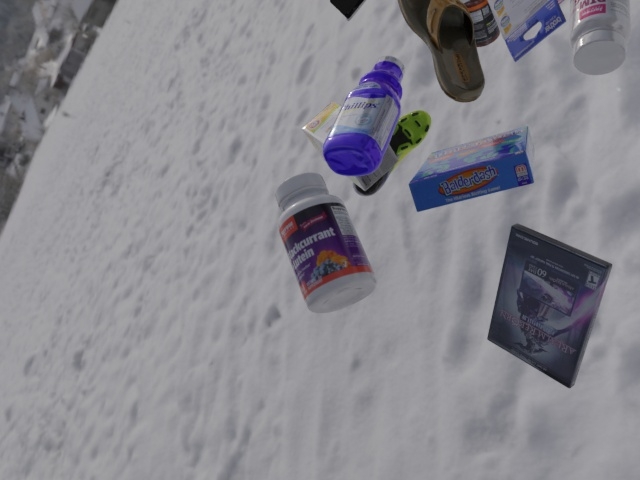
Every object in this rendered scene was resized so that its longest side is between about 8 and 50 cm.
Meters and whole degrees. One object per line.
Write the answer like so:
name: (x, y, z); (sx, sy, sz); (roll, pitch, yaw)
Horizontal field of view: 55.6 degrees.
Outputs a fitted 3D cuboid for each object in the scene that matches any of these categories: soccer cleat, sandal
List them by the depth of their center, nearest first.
sandal: (0.151, -0.251, 0.720); (0.049, 0.072, 0.180); (122, 128, -74)
soccer cleat: (0.190, -0.244, 1.676); (0.289, 0.093, 0.121); (-50, 5, 2)

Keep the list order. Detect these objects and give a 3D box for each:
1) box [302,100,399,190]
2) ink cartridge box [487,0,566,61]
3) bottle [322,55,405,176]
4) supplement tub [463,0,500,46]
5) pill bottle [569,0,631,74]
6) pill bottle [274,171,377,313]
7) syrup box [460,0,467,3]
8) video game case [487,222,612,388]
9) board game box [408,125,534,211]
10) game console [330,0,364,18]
box: (0.064, -0.217, 1.366); (0.103, 0.114, 0.203); (-42, 40, -3)
ink cartridge box: (0.375, -0.520, 1.149); (0.186, 0.065, 0.310); (147, 105, -76)
bottle: (0.100, -0.255, 1.213); (0.118, 0.092, 0.282); (2, 53, 33)
supplement tub: (0.468, -0.689, 1.821); (0.106, 0.197, 0.106); (-17, 43, 17)
pill bottle: (0.794, -0.621, 1.729); (0.160, 0.160, 0.282); (-23, 46, 49)
pill bottle: (0.000, 0.000, 0.896); (0.108, 0.108, 0.193); (-41, 61, 38)
syrup box: (0.382, -0.707, 1.499); (0.093, 0.096, 0.236); (-14, 45, 42)
video game case: (0.430, 0.126, 1.172); (0.196, 0.026, 0.274); (31, 128, 42)
board game box: (0.230, -0.110, 0.896); (0.160, 0.047, 0.210); (-14, 14, 23)
game console: (0.090, -0.671, 1.650); (0.122, 0.071, 0.107); (-48, 7, 13)
